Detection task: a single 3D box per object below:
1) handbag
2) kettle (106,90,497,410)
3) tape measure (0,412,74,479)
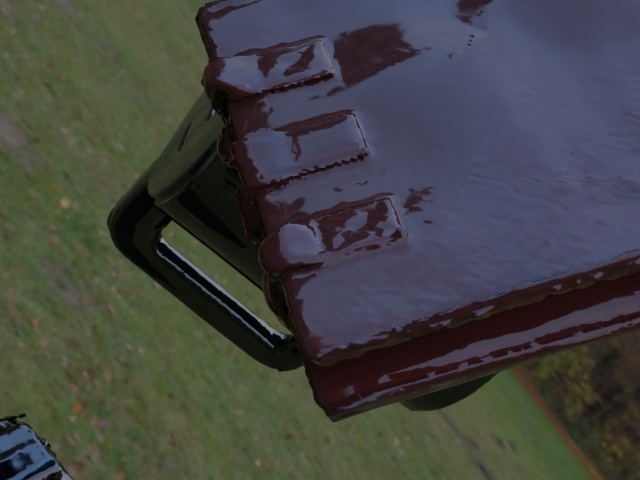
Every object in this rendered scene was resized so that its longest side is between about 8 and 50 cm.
[{"bbox_3d":[0.085,-0.059,0.570,0.084,0.276,0.260,82,-12,-55],"label":"handbag"},{"bbox_3d":[0.007,-0.012,0.926,0.308,0.203,0.262,37,-26,-20],"label":"kettle"},{"bbox_3d":[-0.289,0.246,0.849,0.135,0.202,0.223,42,-39,29],"label":"tape measure"}]
